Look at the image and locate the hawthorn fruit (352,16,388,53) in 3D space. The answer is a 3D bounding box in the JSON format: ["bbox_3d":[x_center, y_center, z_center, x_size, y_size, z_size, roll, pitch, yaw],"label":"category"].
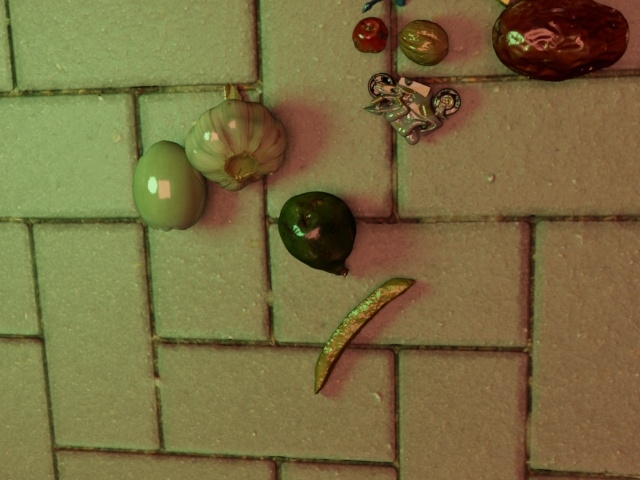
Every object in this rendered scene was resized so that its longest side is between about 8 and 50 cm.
[{"bbox_3d":[0.117,-0.483,1.753,0.093,0.093,0.093,2,101,9],"label":"hawthorn fruit"}]

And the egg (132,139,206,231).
[{"bbox_3d":[-0.374,-0.140,1.855,0.183,0.183,0.217,6,109,9],"label":"egg"}]

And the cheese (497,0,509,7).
[{"bbox_3d":[0.359,-0.613,1.684,0.171,0.093,0.126,18,106,6],"label":"cheese"}]

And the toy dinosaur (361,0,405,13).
[{"bbox_3d":[0.203,-0.624,1.700,0.076,0.144,0.329,43,92,4],"label":"toy dinosaur"}]

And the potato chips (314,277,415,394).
[{"bbox_3d":[0.084,0.234,1.912,0.080,0.057,0.407,40,104,4],"label":"potato chips"}]

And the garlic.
[{"bbox_3d":[-0.211,-0.274,1.816,0.245,0.245,0.253,-19,60,13],"label":"garlic"}]

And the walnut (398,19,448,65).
[{"bbox_3d":[0.239,-0.460,1.733,0.124,0.105,0.105,20,103,10],"label":"walnut"}]

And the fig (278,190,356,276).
[{"bbox_3d":[0.000,0.000,1.823,0.195,0.195,0.245,-9,122,11],"label":"fig"}]

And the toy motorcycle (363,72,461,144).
[{"bbox_3d":[0.213,-0.308,1.780,0.225,0.073,0.152,15,105,6],"label":"toy motorcycle"}]

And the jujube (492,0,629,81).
[{"bbox_3d":[0.526,-0.451,1.645,0.290,0.197,0.197,0,101,-6],"label":"jujube"}]
